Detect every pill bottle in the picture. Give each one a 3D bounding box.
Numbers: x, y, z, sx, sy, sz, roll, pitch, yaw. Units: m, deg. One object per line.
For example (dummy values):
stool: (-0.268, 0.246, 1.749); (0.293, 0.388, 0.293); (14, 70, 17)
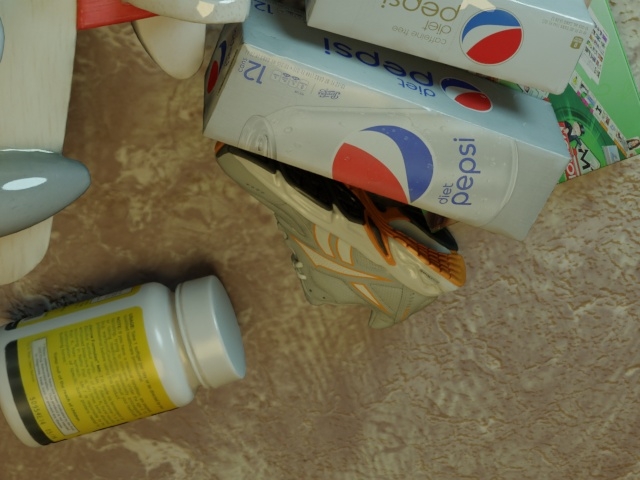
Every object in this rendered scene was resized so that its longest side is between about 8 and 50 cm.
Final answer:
pill bottle: (-0.181, 0.106, 1.418); (0.209, 0.119, 0.119); (-16, 123, 7)

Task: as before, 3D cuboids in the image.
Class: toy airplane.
toy airplane: (-0.239, -0.177, 1.130); (0.384, 0.272, 0.386); (-36, 117, 15)

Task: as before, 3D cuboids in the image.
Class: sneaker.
sneaker: (0.000, 0.000, 1.379); (0.262, 0.099, 0.121); (34, 119, -22)

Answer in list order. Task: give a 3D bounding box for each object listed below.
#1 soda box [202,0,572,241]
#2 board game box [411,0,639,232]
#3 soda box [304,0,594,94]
soda box: (0.052, -0.098, 1.259); (0.286, 0.098, 0.091); (18, 121, -16)
board game box: (0.134, -0.172, 1.300); (0.214, 0.046, 0.317); (-21, 123, 9)
soda box: (0.098, -0.183, 1.218); (0.216, 0.074, 0.069); (13, 122, -12)
